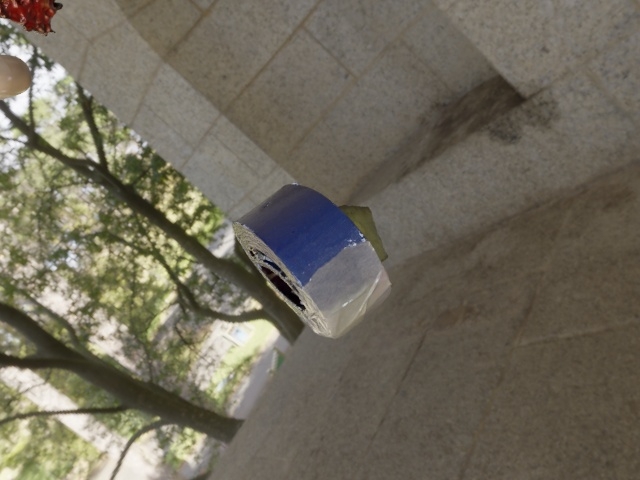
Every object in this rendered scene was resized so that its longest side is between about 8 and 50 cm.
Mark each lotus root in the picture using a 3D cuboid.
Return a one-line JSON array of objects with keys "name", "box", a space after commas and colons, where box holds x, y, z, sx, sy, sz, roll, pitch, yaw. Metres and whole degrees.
[{"name": "lotus root", "box": [0.002, 0.005, 1.220, 0.314, 0.141, 0.210, -6, -3, -41]}]

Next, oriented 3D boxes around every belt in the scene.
[{"name": "belt", "box": [-0.027, 0.028, 0.886, 0.117, 0.212, 0.347, -36, 16, -12]}]

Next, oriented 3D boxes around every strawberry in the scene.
[{"name": "strawberry", "box": [-0.440, -0.361, 0.745, 0.111, 0.190, 0.236, -60, -4, 12]}]

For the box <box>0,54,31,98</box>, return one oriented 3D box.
[{"name": "box", "box": [-0.707, -0.332, 1.206, 0.200, 0.088, 0.146, -7, 14, 19]}]
